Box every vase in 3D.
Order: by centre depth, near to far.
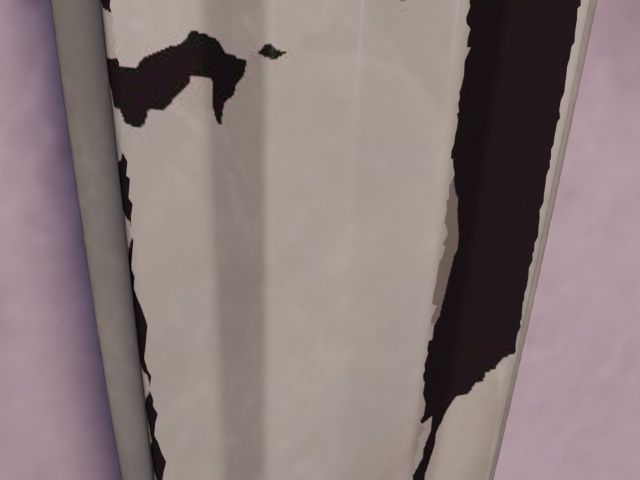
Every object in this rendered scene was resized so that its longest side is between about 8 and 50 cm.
[{"bbox_3d":[0.000,0.000,0.489,0.165,0.165,0.360,1,100,-7],"label":"vase"}]
